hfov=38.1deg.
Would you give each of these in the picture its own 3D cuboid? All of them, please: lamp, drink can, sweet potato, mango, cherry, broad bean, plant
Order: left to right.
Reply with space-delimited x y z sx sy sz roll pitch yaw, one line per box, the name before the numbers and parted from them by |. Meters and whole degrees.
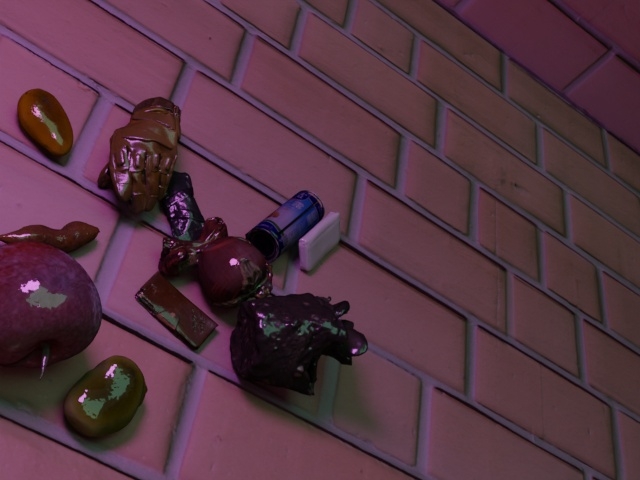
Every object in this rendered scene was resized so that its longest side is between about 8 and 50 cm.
cherry | -0.511 0.122 1.649 0.236 0.213 0.285 19 38 -42
mango | -0.586 -0.250 1.989 0.103 0.076 0.161 -23 79 -54
sweet potato | -0.537 -0.003 1.850 0.218 0.051 0.065 -7 68 -44
broad bean | -0.396 0.290 1.727 0.124 0.082 0.174 41 50 -8
lamp | -0.219 0.067 2.027 0.223 0.151 0.215 30 38 29
drink can | -0.084 -0.036 2.256 0.097 0.097 0.235 48 40 -1
plant | -0.046 0.219 1.994 0.276 0.188 0.199 3 19 -25

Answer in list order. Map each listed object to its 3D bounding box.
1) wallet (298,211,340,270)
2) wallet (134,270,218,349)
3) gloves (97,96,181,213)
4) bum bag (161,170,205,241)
wallet | 0.000 0.000 2.315 0.033 0.095 0.190 13 30 24
wallet | -0.303 0.148 1.960 0.176 0.026 0.095 44 42 -5
gloves | -0.393 -0.202 2.064 0.154 0.141 0.331 19 40 -10
bum bag | -0.320 -0.078 2.115 0.087 0.049 0.197 -14 67 -21
